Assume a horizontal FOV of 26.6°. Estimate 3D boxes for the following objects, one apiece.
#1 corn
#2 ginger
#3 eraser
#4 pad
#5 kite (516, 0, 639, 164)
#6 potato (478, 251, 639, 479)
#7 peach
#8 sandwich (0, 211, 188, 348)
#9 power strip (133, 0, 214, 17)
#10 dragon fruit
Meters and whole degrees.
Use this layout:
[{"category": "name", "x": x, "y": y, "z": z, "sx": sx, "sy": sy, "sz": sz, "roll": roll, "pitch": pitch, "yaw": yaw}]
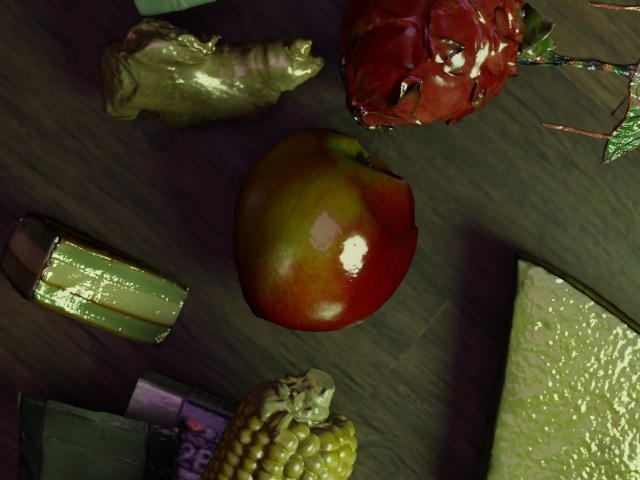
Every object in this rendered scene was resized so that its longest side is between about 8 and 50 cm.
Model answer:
[{"category": "corn", "x": -0.070, "y": 0.279, "z": 1.296, "sx": 0.130, "sy": 0.130, "sz": 0.347, "roll": 25, "pitch": 103, "yaw": 0}, {"category": "ginger", "x": -0.109, "y": -0.159, "z": 1.337, "sx": 0.213, "sy": 0.137, "sz": 0.074, "roll": -2, "pitch": 62, "yaw": -14}, {"category": "eraser", "x": -0.106, "y": 0.229, "z": 1.388, "sx": 0.210, "sy": 0.068, "sz": 0.124, "roll": 22, "pitch": 99, "yaw": 0}, {"category": "pad", "x": -0.231, "y": 0.268, "z": 1.372, "sx": 0.174, "sy": 0.022, "sz": 0.233, "roll": 12, "pitch": 116, "yaw": 9}, {"category": "kite", "x": 0.299, "y": -0.176, "z": 1.372, "sx": 0.244, "sy": 0.006, "sz": 0.198, "roll": 14, "pitch": 95, "yaw": 1}, {"category": "potato", "x": 0.234, "y": 0.182, "z": 1.354, "sx": 0.269, "sy": 0.112, "sz": 0.255, "roll": 36, "pitch": 98, "yaw": 2}, {"category": "peach", "x": 0.000, "y": 0.000, "z": 1.312, "sx": 0.197, "sy": 0.197, "sz": 0.197, "roll": 0, "pitch": 95, "yaw": 2}, {"category": "sandwich", "x": -0.235, "y": 0.038, "z": 1.403, "sx": 0.163, "sy": 0.113, "sz": 0.079, "roll": 23, "pitch": 95, "yaw": -35}, {"category": "power strip", "x": -0.189, "y": -0.372, "z": 1.273, "sx": 0.141, "sy": 0.229, "sz": 0.261, "roll": -11, "pitch": 60, "yaw": 4}, {"category": "dragon fruit", "x": 0.109, "y": -0.194, "z": 1.296, "sx": 0.209, "sy": 0.172, "sz": 0.172, "roll": -27, "pitch": 93, "yaw": 2}]
